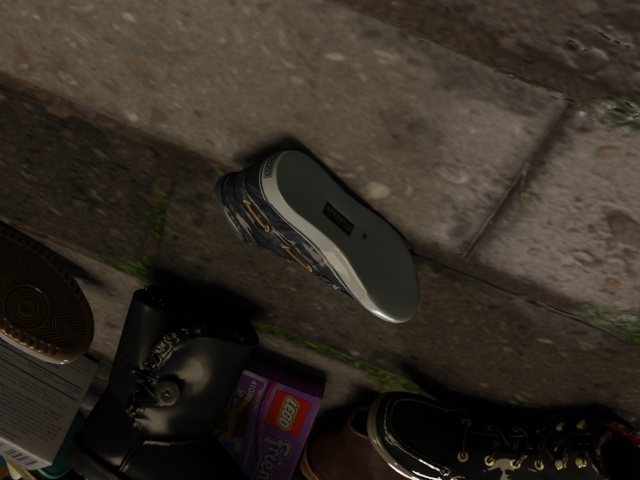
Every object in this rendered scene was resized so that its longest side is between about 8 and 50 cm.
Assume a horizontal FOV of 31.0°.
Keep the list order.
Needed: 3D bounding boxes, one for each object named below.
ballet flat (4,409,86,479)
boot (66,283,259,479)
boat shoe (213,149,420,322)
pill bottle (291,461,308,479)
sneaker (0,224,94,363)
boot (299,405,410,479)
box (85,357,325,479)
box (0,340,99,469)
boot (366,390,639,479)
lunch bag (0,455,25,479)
[{"bbox_3d":[-0.322,0.293,1.453,0.348,0.123,0.123,51,144,-10],"label":"ballet flat"},{"bbox_3d":[-0.107,0.177,1.121,0.246,0.207,0.094,29,-165,6],"label":"boot"},{"bbox_3d":[0.000,0.000,0.916,0.083,0.065,0.183,-11,131,47],"label":"boat shoe"},{"bbox_3d":[-0.046,0.381,1.413,0.363,0.210,0.210,34,148,-22],"label":"pill bottle"},{"bbox_3d":[-0.369,0.043,1.179,0.282,0.099,0.153,37,143,-13],"label":"sneaker"},{"bbox_3d":[0.101,0.274,1.261,0.248,0.090,0.207,30,152,-6],"label":"boot"},{"bbox_3d":[-0.140,0.254,1.216,0.201,0.293,0.057,22,-171,1],"label":"box"},{"bbox_3d":[-0.351,0.178,1.350,0.126,0.137,0.072,34,149,-21],"label":"box"},{"bbox_3d":[0.180,0.191,1.084,0.236,0.085,0.178,30,148,-26],"label":"boot"},{"bbox_3d":[-0.371,0.341,1.663,0.221,0.138,0.293,-12,145,41],"label":"lunch bag"}]
